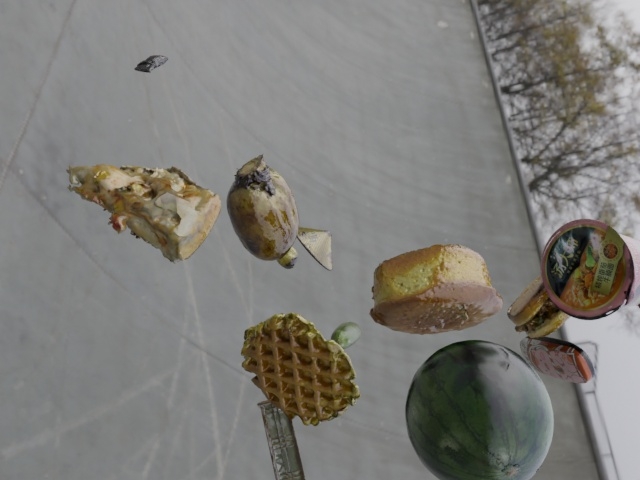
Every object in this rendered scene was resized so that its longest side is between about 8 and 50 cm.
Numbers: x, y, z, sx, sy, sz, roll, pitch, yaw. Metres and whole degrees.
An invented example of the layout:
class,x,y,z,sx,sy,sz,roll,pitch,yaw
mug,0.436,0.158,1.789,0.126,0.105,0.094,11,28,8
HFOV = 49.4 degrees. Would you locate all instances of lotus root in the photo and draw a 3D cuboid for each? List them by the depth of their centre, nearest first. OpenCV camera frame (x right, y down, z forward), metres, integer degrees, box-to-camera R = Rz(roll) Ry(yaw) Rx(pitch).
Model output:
class,x,y,z,sx,sy,sz,roll,pitch,yaw
lotus root,-0.133,-0.055,1.650,0.169,0.141,0.314,-50,132,-43

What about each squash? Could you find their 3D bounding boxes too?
class,x,y,z,sx,sy,sz,roll,pitch,yaw
squash,0.077,0.266,1.983,0.252,0.066,0.066,1,78,-77

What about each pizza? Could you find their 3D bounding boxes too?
class,x,y,z,sx,sy,sz,roll,pitch,yaw
pizza,-0.327,-0.082,1.285,0.189,0.296,0.071,-51,163,-37

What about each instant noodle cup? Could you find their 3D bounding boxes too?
class,x,y,z,sx,sy,sz,roll,pitch,yaw
instant noodle cup,0.704,0.073,1.688,0.255,0.244,0.244,4,71,-40

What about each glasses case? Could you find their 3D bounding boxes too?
class,x,y,z,sx,sy,sz,roll,pitch,yaw
glasses case,0.613,0.307,1.817,0.103,0.067,0.266,62,-15,-6

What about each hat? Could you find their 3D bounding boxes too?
class,x,y,z,sx,sy,sz,roll,pitch,yaw
hat,0.000,0.000,2.204,0.193,0.082,0.193,47,10,-10

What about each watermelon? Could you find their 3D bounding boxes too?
class,x,y,z,sx,sy,sz,roll,pitch,yaw
watermelon,0.252,0.282,1.122,0.242,0.242,0.243,-11,90,-78

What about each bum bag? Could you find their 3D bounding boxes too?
class,x,y,z,sx,sy,sz,roll,pitch,yaw
bum bag,-0.477,-0.498,1.957,0.124,0.057,0.034,-64,157,-57

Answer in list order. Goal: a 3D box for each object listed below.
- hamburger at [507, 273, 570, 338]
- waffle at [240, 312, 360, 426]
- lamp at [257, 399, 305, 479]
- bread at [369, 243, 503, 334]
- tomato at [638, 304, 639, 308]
class,x,y,z,sx,sy,sz,roll,pitch,yaw
hamburger,0.576,0.174,1.810,0.118,0.191,0.182,45,23,6
waffle,-0.057,0.306,1.632,0.302,0.325,0.068,45,41,-3
lamp,-0.084,0.567,1.773,0.089,0.090,0.326,97,-20,-72
bread,0.230,0.109,1.417,0.268,0.268,0.146,57,27,-61
tomato,0.946,0.113,1.872,0.085,0.224,0.225,179,-103,-68
